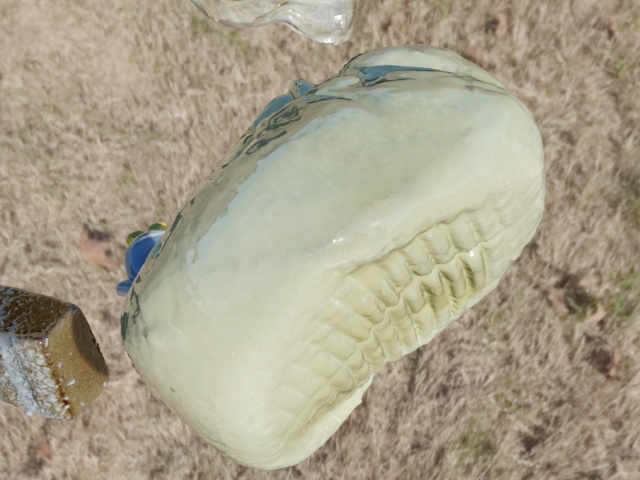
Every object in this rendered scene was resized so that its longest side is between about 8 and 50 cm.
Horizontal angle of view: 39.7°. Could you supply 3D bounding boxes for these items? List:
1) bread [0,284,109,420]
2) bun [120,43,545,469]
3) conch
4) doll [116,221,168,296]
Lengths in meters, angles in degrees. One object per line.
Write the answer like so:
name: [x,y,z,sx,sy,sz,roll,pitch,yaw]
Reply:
bread: [-0.507,0.136,1.269,0.416,0.165,0.113,9,41,25]
bun: [0.000,0.000,0.443,0.229,0.229,0.145,-30,62,-18]
conch: [-0.042,-0.335,1.016,0.210,0.159,0.291,20,36,7]
doll: [-0.245,0.075,1.415,0.135,0.099,0.241,-8,61,-36]
